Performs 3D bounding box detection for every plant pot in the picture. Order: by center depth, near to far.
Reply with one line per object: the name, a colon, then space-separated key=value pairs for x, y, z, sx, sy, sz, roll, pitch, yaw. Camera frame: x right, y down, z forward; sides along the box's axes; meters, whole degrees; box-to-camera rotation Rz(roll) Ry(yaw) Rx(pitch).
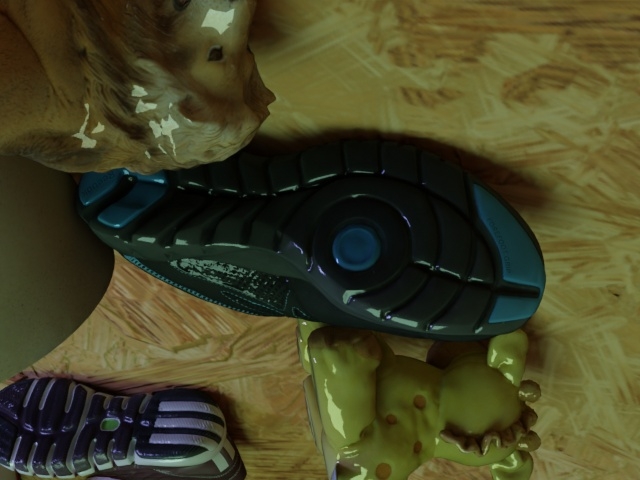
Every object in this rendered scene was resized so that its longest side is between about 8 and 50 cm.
plant pot: x=-0.310 y=-0.062 z=0.992 sx=0.257 sy=0.256 sz=0.274 roll=1 pitch=125 yaw=27

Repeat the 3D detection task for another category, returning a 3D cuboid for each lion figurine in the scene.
lion figurine: x=-0.222 y=-0.091 z=0.805 sx=0.240 sy=0.392 sz=0.142 roll=56 pitch=147 yaw=4

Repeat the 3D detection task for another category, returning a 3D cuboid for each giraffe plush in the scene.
giraffe plush: x=0.080 y=0.124 z=1.106 sx=0.171 sy=0.210 sz=0.181 roll=-10 pitch=141 yaw=-6

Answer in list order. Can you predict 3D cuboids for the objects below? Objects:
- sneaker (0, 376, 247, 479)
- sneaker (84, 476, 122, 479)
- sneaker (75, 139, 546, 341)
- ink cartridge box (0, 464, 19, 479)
sneaker: x=-0.204 y=0.224 z=1.439 sx=0.281 sy=0.106 sz=0.162 roll=2 pitch=145 yaw=26
sneaker: x=-0.282 y=0.363 z=1.662 sx=0.108 sy=0.121 sz=0.302 roll=36 pitch=144 yaw=-22
sneaker: x=0.000 y=0.000 z=1.013 sx=0.341 sy=0.125 sz=0.139 roll=15 pitch=161 yaw=21
ink cartridge box: x=-0.506 y=0.264 z=1.646 sx=0.283 sy=0.117 sz=0.207 roll=17 pitch=147 yaw=6
